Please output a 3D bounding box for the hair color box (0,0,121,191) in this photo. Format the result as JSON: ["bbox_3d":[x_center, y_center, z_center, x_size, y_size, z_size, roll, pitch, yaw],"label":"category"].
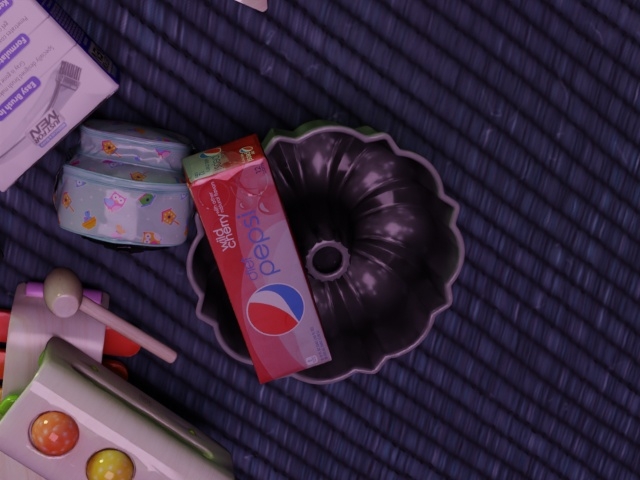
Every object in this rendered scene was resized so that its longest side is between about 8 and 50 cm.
[{"bbox_3d":[-0.405,-0.242,1.491,0.185,0.110,0.339,-41,106,7],"label":"hair color box"}]

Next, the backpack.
[{"bbox_3d":[-0.220,-0.061,1.529,0.166,0.188,0.144,11,108,-9],"label":"backpack"}]

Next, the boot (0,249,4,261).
[{"bbox_3d":[-0.517,-0.005,1.575,0.236,0.085,0.178,-23,107,-2],"label":"boot"}]

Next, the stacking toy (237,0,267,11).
[{"bbox_3d":[-0.142,-0.394,1.454,0.309,0.130,0.279,12,107,-9],"label":"stacking toy"}]

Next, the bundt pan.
[{"bbox_3d":[0.000,0.000,1.600,0.331,0.124,0.330,-3,114,-8],"label":"bundt pan"}]

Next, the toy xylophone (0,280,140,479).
[{"bbox_3d":[-0.366,0.203,1.662,0.236,0.081,0.322,15,107,-11],"label":"toy xylophone"}]

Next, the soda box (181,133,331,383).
[{"bbox_3d":[-0.068,0.022,1.484,0.092,0.083,0.263,-19,115,-2],"label":"soda box"}]

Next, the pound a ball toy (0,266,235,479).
[{"bbox_3d":[-0.239,0.207,1.560,0.319,0.136,0.208,37,101,-16],"label":"pound a ball toy"}]

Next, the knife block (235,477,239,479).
[{"bbox_3d":[-0.056,0.407,1.763,0.242,0.088,0.275,-5,109,-5],"label":"knife block"}]
